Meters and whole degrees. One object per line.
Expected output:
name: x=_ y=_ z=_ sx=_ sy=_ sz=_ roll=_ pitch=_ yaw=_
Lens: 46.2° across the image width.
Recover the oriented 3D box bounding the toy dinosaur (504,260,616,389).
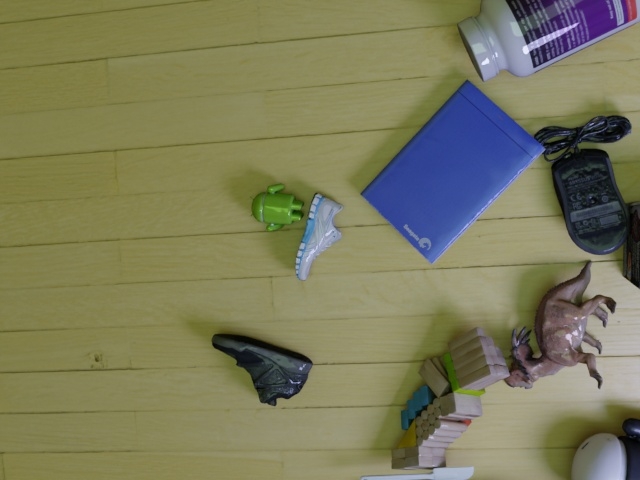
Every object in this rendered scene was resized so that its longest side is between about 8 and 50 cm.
toy dinosaur: x=0.475 y=0.179 z=1.519 sx=0.201 sy=0.127 sz=0.295 roll=10 pitch=93 yaw=15

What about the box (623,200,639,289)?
box: x=0.727 y=0.005 z=1.442 sx=0.248 sy=0.142 sz=0.163 roll=-1 pitch=97 yaw=9

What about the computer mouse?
computer mouse: x=0.541 y=-0.104 z=1.501 sx=0.189 sy=0.072 sz=0.272 roll=-10 pitch=83 yaw=12

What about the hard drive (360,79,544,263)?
hard drive: x=0.264 y=-0.138 z=1.531 sx=0.210 sy=0.040 sz=0.318 roll=46 pitch=102 yaw=13

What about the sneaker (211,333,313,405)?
sneaker: x=-0.143 y=0.285 z=1.643 sx=0.228 sy=0.087 sz=0.130 roll=20 pitch=93 yaw=1

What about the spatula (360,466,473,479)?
spatula: x=0.215 y=0.550 z=1.622 sx=0.242 sy=0.019 sz=0.168 roll=-7 pitch=127 yaw=10

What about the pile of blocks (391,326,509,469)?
pile of blocks: x=0.274 y=0.343 z=1.589 sx=0.113 sy=0.149 sz=0.362 roll=17 pitch=115 yaw=-36

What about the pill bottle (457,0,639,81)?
pill bottle: x=0.431 y=-0.429 z=1.415 sx=0.323 sy=0.181 sz=0.181 roll=-25 pitch=92 yaw=11

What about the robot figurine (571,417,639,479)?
robot figurine: x=0.647 y=0.488 z=1.503 sx=0.278 sy=0.209 sz=0.173 roll=13 pitch=141 yaw=7

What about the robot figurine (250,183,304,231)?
robot figurine: x=-0.095 y=-0.068 z=1.602 sx=0.115 sy=0.067 sz=0.101 roll=5 pitch=110 yaw=9

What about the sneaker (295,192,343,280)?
sneaker: x=0.000 y=0.000 z=1.597 sx=0.083 sy=0.071 sz=0.190 roll=16 pitch=100 yaw=1
